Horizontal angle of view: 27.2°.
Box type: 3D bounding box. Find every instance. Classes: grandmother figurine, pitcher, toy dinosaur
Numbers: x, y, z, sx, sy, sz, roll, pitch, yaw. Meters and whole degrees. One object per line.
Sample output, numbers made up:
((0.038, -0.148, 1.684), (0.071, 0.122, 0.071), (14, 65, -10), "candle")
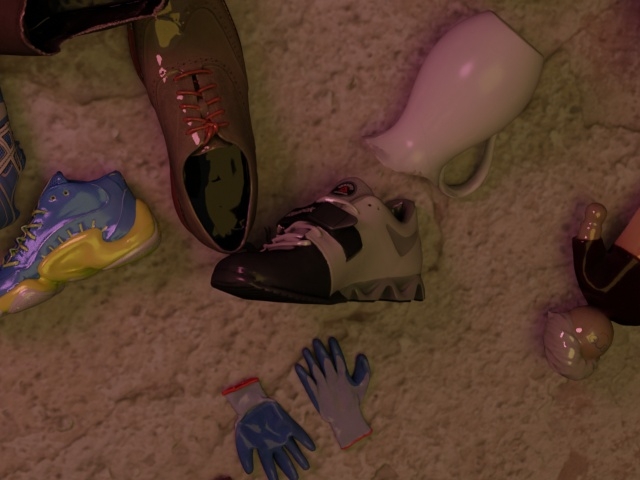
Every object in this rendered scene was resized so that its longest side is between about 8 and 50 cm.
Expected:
((0.399, 0.029, 1.669), (0.208, 0.104, 0.342), (37, 92, -15), "grandmother figurine")
((0.175, -0.151, 1.542), (0.178, 0.125, 0.207), (27, 110, -43), "pitcher")
((-0.069, 0.015, 1.568), (0.082, 0.047, 0.090), (21, 134, -30), "toy dinosaur")

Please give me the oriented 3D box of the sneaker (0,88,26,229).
((-0.365, -0.109, 1.420), (0.081, 0.080, 0.211), (-8, 104, -55), "sneaker")

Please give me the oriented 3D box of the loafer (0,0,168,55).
((-0.308, -0.246, 1.301), (0.366, 0.130, 0.134), (-16, 129, 4), "loafer")

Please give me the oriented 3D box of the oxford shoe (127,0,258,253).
((-0.124, -0.151, 1.436), (0.123, 0.130, 0.348), (-18, 111, -10), "oxford shoe")

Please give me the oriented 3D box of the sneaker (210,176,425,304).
((0.000, 0.000, 1.491), (0.330, 0.122, 0.146), (-1, 95, -53), "sneaker")

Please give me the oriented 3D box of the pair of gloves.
((-0.020, 0.213, 1.645), (0.198, 0.023, 0.159), (-26, 113, -6), "pair of gloves")

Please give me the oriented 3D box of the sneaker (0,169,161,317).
((-0.304, -0.002, 1.469), (0.240, 0.091, 0.126), (-24, 95, -8), "sneaker")

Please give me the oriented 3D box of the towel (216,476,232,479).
((-0.188, 0.501, 1.681), (0.271, 0.040, 0.370), (-18, 111, -11), "towel")
